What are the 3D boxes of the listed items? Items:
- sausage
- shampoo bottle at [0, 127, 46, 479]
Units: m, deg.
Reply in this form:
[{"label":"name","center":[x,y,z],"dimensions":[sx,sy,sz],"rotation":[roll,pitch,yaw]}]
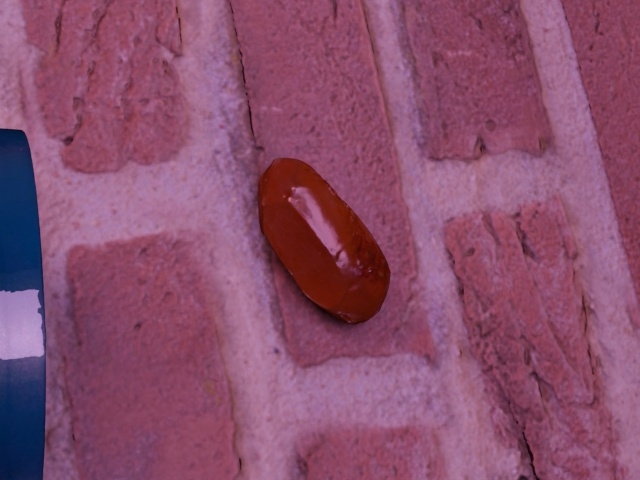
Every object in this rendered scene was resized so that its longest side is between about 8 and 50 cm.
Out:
[{"label":"sausage","center":[0.000,0.000,1.184],"dimensions":[0.089,0.089,0.179],"rotation":[-39,92,-25]},{"label":"shampoo bottle","center":[-0.388,0.079,0.887],"dimensions":[0.343,0.331,0.331],"rotation":[0,74,-18]}]
